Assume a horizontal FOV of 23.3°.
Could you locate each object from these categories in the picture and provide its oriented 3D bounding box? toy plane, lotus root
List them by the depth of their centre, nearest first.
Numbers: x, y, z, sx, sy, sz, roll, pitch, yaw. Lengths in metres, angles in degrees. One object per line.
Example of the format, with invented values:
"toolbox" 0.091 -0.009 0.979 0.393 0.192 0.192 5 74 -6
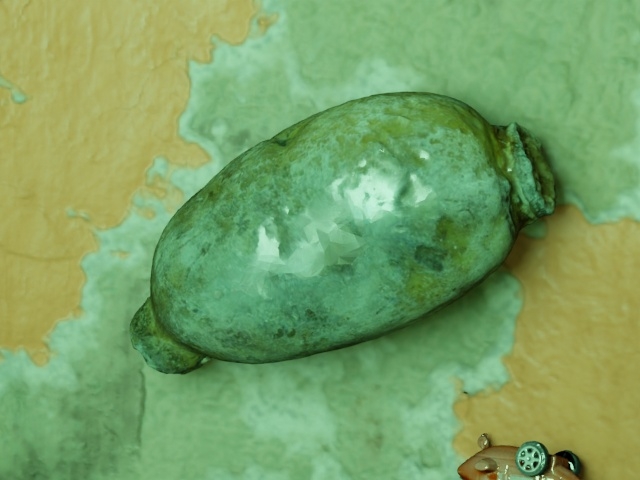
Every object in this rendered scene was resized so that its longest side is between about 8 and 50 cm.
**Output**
"lotus root" -0.001 -0.001 1.157 0.350 0.175 0.175 -26 93 13
"toy plane" 0.183 0.191 1.162 0.126 0.194 0.077 15 80 -33
